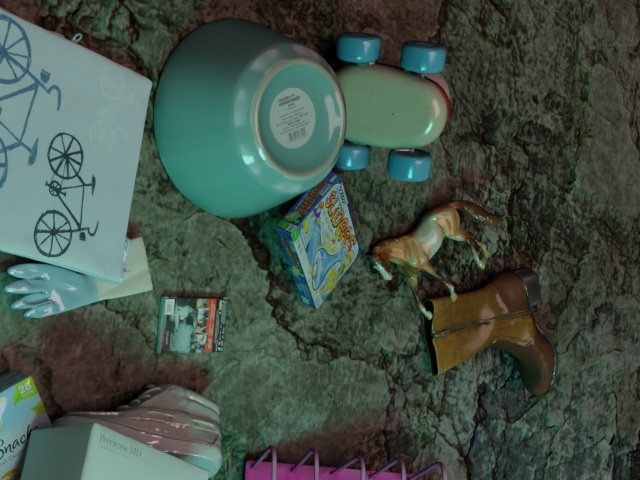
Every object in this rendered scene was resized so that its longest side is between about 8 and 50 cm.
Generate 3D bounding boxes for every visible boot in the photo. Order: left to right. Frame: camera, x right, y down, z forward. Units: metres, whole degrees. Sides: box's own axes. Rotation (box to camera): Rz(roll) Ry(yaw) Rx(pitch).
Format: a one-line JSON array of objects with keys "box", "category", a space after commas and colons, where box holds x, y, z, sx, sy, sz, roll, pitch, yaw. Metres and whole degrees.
[{"box": [-0.267, 0.267, 1.685, 0.258, 0.095, 0.123, 17, 43, -22], "category": "boot"}, {"box": [0.323, 0.204, 2.175, 0.280, 0.096, 0.264, -18, 106, -38], "category": "boot"}]

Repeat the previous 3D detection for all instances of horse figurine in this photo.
[{"box": [0.211, 0.012, 2.065, 0.263, 0.066, 0.174, -44, 100, -19], "category": "horse figurine"}]

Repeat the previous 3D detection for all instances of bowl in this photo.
[{"box": [-0.079, -0.183, 1.742, 0.311, 0.163, 0.312, -6, 99, -41], "category": "bowl"}]

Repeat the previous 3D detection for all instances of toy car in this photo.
[{"box": [0.132, -0.240, 1.940, 0.238, 0.210, 0.219, -38, 137, -64], "category": "toy car"}]

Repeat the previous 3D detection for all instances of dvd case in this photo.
[{"box": [-0.197, 0.130, 1.770, 0.119, 0.013, 0.087, 3, 92, -42], "category": "dvd case"}]

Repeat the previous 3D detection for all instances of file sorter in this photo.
[{"box": [0.037, 0.434, 1.780, 0.290, 0.182, 0.202, 8, 64, -14], "category": "file sorter"}]

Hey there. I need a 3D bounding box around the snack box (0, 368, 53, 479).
[{"box": [-0.437, 0.305, 1.541, 0.174, 0.070, 0.207, -32, 113, -35], "category": "snack box"}]

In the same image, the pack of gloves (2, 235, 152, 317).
[{"box": [-0.359, -0.001, 1.609, 0.232, 0.046, 0.195, -14, 93, -43], "category": "pack of gloves"}]

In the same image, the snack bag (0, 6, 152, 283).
[{"box": [-0.372, -0.131, 1.542, 0.342, 0.037, 0.323, 20, 72, -47], "category": "snack bag"}]

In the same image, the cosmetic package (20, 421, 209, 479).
[{"box": [-0.282, 0.384, 1.519, 0.224, 0.138, 0.225, 34, 52, -43], "category": "cosmetic package"}]

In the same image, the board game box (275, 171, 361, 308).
[{"box": [0.000, 0.000, 1.863, 0.136, 0.035, 0.201, -51, 147, -25], "category": "board game box"}]
